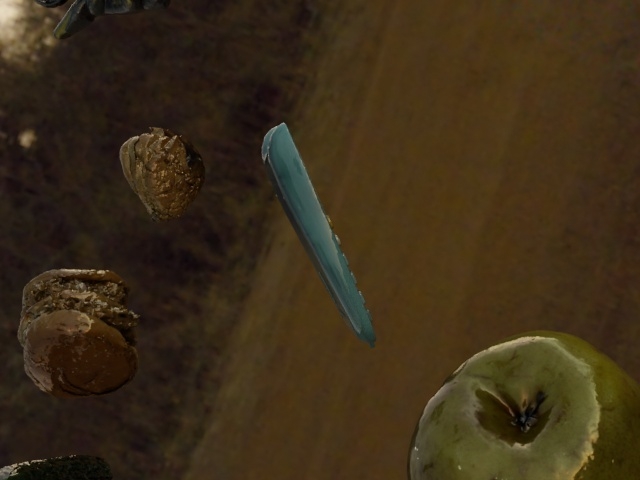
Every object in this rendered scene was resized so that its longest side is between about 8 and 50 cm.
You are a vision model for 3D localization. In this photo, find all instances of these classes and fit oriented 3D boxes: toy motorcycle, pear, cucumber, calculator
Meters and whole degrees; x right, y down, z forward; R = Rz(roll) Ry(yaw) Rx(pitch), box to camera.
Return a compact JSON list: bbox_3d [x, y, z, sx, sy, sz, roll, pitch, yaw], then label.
[{"bbox_3d":[-0.198,-0.263,1.204,0.193,0.124,0.061,-35,1,24],"label":"toy motorcycle"},{"bbox_3d":[0.260,0.273,1.466,0.304,0.304,0.304,-159,90,-78],"label":"pear"},{"bbox_3d":[-0.352,0.311,1.580,0.241,0.074,0.074,17,-85,-68],"label":"cucumber"},{"bbox_3d":[0.000,0.000,1.987,0.054,0.386,0.256,-27,6,-4],"label":"calculator"}]

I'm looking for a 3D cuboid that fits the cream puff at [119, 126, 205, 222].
[{"bbox_3d":[-0.213,-0.094,1.727,0.119,0.104,0.133,58,-164,-53],"label":"cream puff"}]

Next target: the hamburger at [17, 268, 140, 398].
[{"bbox_3d":[-0.465,0.172,2.425,0.260,0.245,0.211,-23,44,16],"label":"hamburger"}]
